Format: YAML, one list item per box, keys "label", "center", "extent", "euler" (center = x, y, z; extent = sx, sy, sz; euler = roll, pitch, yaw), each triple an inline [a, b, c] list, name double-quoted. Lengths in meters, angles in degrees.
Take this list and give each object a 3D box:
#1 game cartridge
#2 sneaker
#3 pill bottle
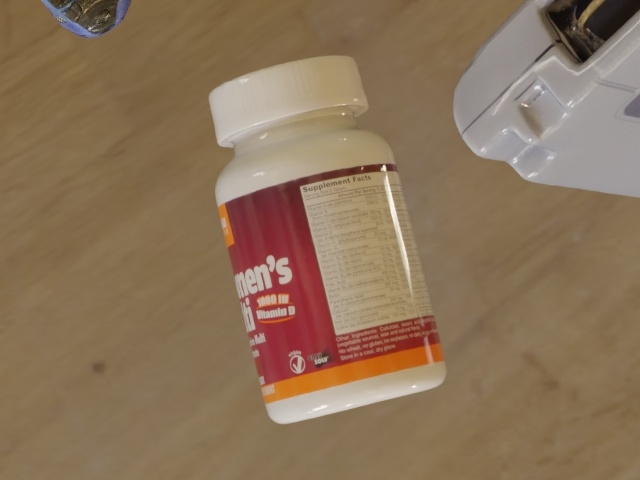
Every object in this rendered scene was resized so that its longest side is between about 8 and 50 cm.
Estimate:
- label: "game cartridge"
  center: [0.206, -0.127, 0.759]
  extent: [0.196, 0.294, 0.060]
  euler: [10, 44, -50]
- label: "sneaker"
  center: [-0.168, -0.199, 1.363]
  extent: [0.083, 0.221, 0.087]
  euler: [-22, 125, -1]
- label: "pill bottle"
  center: [0.000, 0.000, 1.236]
  extent: [0.121, 0.121, 0.221]
  euler: [-12, 84, -26]
